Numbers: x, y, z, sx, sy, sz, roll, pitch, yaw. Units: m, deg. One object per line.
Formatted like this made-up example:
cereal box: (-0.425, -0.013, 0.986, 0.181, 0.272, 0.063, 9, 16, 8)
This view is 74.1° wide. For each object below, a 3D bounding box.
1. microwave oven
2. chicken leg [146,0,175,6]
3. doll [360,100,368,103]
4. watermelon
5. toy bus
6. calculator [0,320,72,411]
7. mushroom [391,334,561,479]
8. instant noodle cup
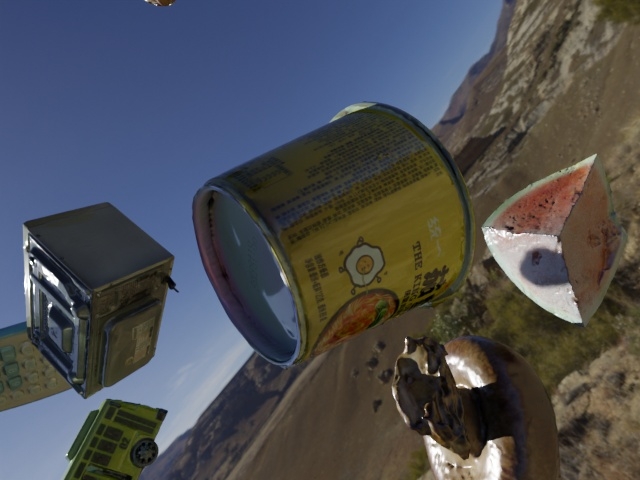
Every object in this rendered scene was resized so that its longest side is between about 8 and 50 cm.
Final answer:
microwave oven: (-0.345, 0.097, 0.657, 0.145, 0.194, 0.240, -26, -33, -51)
chicken leg: (-0.390, -0.668, 0.985, 0.108, 0.251, 0.087, -4, 7, 45)
doll: (0.046, -0.215, 0.924, 0.248, 0.088, 0.127, -60, -7, -38)
watermelon: (0.466, -0.014, 0.822, 0.260, 0.256, 0.176, -46, -22, -16)
toy bus: (-0.269, 0.289, 0.527, 0.088, 0.101, 0.174, -43, 25, 49)
calculator: (-0.602, 0.256, 0.884, 0.387, 0.054, 0.256, -16, -39, -39)
mushroom: (0.266, 0.354, 0.783, 0.357, 0.330, 0.334, -7, -31, -28)
instant noodle cup: (0.000, 0.000, 0.576, 0.254, 0.325, 0.325, -25, -19, -32)
